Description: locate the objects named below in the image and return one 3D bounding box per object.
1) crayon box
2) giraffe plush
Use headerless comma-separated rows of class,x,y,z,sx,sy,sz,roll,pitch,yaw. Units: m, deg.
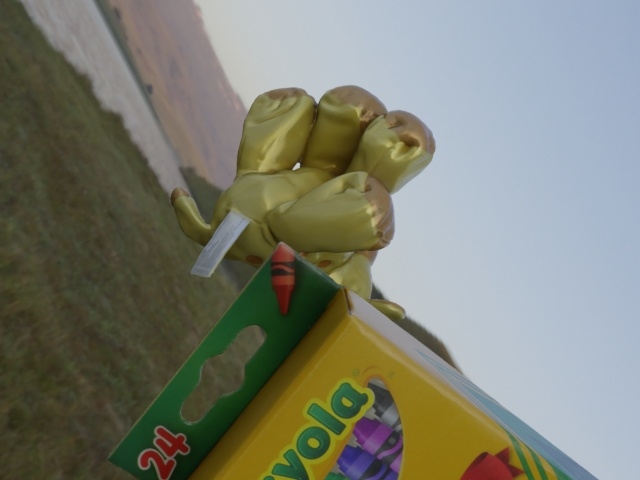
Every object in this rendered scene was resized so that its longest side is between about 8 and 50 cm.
crayon box,0.038,0.177,0.593,0.319,0.202,0.081,37,7,-8
giraffe plush,0.000,0.000,0.736,0.181,0.210,0.170,32,-20,39
